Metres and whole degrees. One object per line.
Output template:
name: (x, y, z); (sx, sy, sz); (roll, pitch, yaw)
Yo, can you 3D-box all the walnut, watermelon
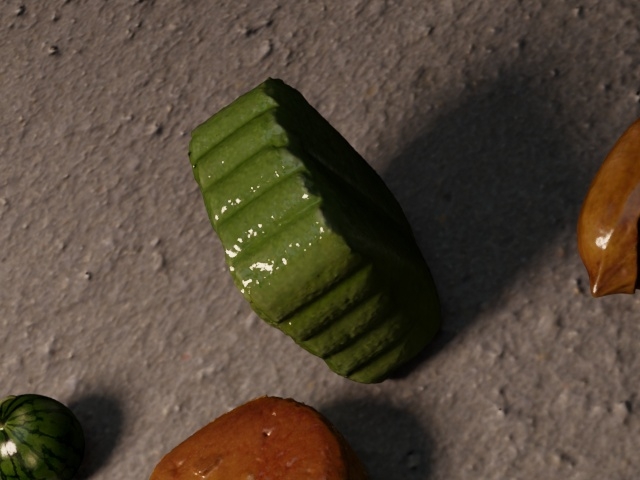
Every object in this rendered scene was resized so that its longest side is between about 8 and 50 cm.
walnut: (0.292, -0.034, 1.439); (0.115, 0.116, 0.207); (25, 70, 36)
watermelon: (-0.274, 0.191, 1.544); (0.109, 0.109, 0.109); (-12, 53, 17)

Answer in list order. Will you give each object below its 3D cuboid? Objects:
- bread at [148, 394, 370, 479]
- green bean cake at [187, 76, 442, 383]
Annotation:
bread: (-0.055, 0.230, 1.415); (0.199, 0.104, 0.199); (-11, 55, 16)
green bean cake: (0.000, 0.000, 1.468); (0.125, 0.248, 0.222); (-36, 48, 13)
